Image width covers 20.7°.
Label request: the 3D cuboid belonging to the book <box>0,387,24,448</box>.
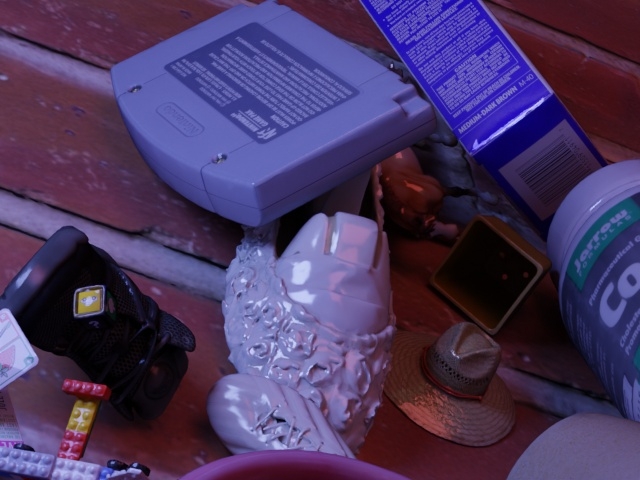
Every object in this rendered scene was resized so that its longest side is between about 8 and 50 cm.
[{"bbox_3d":[-0.218,0.134,1.110,0.035,0.096,0.144,6,38,-32],"label":"book"}]

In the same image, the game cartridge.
[{"bbox_3d":[-0.058,-0.113,1.500,0.198,0.062,0.297,-32,36,-13],"label":"game cartridge"}]

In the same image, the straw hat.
[{"bbox_3d":[0.120,0.103,1.481,0.144,0.061,0.144,23,32,-15],"label":"straw hat"}]

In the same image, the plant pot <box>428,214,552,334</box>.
[{"bbox_3d":[0.166,0.028,1.617,0.081,0.081,0.083,41,20,16],"label":"plant pot"}]

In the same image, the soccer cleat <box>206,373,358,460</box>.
[{"bbox_3d":[-0.006,0.164,1.263,0.196,0.068,0.076,41,-1,12],"label":"soccer cleat"}]

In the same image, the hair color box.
[{"bbox_3d":[0.156,-0.174,1.791,0.185,0.110,0.339,44,13,-47],"label":"hair color box"}]

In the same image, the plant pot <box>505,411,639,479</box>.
[{"bbox_3d":[0.263,0.245,1.257,0.256,0.256,0.274,2,25,-39],"label":"plant pot"}]

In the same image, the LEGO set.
[{"bbox_3d":[-0.205,0.126,1.020,0.182,0.244,0.060,53,-4,32],"label":"LEGO set"}]

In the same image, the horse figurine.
[{"bbox_3d":[0.083,-0.074,1.701,0.174,0.066,0.263,9,39,-42],"label":"horse figurine"}]

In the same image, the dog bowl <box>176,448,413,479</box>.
[{"bbox_3d":[0.011,0.294,1.029,0.408,0.150,0.408,22,32,-15],"label":"dog bowl"}]

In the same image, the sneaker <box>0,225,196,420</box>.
[{"bbox_3d":[-0.152,0.061,1.225,0.130,0.087,0.227,40,-2,7],"label":"sneaker"}]

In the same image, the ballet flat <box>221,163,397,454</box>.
[{"bbox_3d":[0.000,0.000,1.459,0.147,0.147,0.409,21,33,-16],"label":"ballet flat"}]

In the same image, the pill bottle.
[{"bbox_3d":[0.326,0.068,1.520,0.204,0.204,0.361,20,17,-17],"label":"pill bottle"}]
